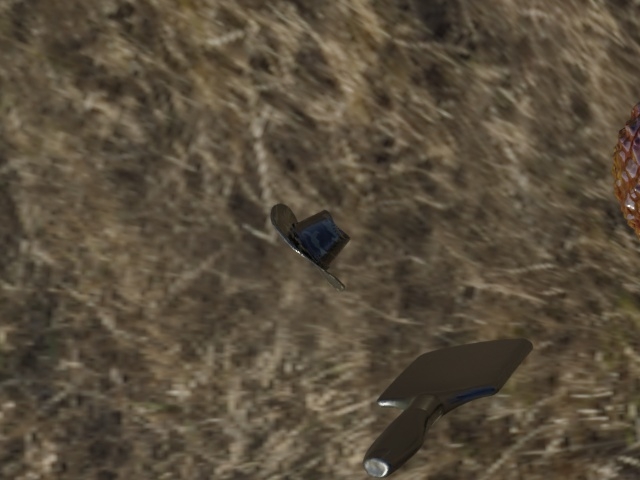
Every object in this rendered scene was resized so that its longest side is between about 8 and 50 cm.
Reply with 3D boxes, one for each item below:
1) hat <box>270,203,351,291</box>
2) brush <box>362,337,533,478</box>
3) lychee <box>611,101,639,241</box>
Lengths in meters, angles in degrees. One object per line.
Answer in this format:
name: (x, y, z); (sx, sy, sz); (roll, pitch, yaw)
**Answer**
hat: (0.000, 0.000, 1.809); (0.050, 0.121, 0.121); (-40, 74, 4)
brush: (0.053, 0.077, 0.858); (0.063, 0.193, 0.016); (-11, 97, 21)
lychee: (0.348, -0.049, 1.605); (0.188, 0.188, 0.188); (-2, 85, 19)
